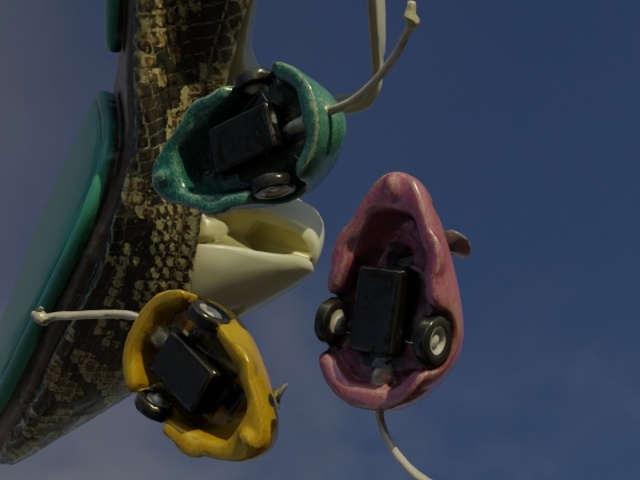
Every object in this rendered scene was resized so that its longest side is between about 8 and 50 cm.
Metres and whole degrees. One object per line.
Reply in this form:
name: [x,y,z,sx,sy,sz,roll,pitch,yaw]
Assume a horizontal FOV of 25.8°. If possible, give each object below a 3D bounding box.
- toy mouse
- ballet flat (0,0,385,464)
toy mouse: [0.000,0.000,0.395,0.031,0.161,0.143,13,-73,-52]
ballet flat: [-0.060,-0.076,0.739,0.182,0.164,0.483,11,-69,-13]
